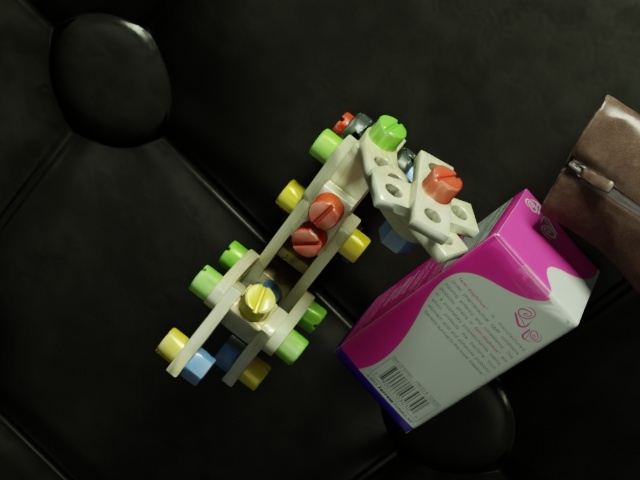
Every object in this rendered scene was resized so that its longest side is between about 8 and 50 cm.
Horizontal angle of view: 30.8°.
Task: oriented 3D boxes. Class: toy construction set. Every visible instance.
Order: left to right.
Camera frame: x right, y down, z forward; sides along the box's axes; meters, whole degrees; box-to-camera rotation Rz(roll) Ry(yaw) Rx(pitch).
[{"bbox_3d":[0.000,0.000,1.063,0.328,0.215,0.151,-35,98,34],"label":"toy construction set"}]

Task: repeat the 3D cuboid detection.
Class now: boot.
[{"bbox_3d":[0.288,0.016,1.019,0.207,0.090,0.248,26,115,10],"label":"boot"}]

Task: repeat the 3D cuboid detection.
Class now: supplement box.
[{"bbox_3d":[0.138,0.068,1.098,0.111,0.114,0.220,49,126,-4],"label":"supplement box"}]
